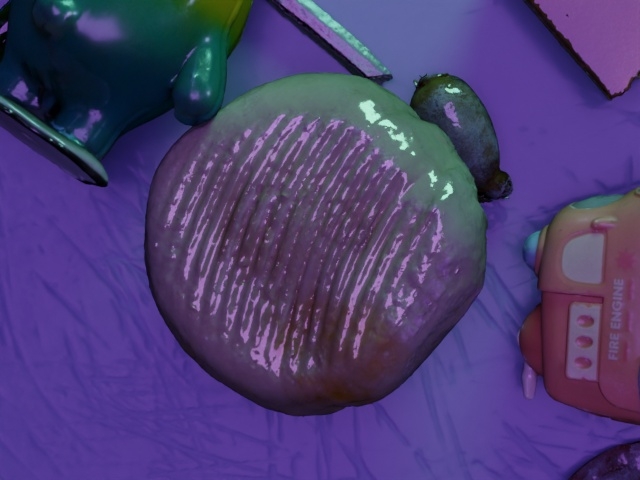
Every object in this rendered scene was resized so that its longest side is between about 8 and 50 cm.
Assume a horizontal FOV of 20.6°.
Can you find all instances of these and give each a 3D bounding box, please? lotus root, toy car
[{"bbox_3d":[0.151,-0.109,1.917,0.088,0.088,0.165,-28,99,3],"label":"lotus root"},{"bbox_3d":[0.317,0.064,1.868,0.212,0.180,0.270,5,92,12],"label":"toy car"}]

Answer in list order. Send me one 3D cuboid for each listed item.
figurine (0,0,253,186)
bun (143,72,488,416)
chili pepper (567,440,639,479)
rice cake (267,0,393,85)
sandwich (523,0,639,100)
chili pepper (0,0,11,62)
[{"bbox_3d":[-0.209,-0.243,1.847,0.323,0.231,0.340,30,80,22],"label":"figurine"},{"bbox_3d":[0.000,0.000,1.852,0.365,0.219,0.365,0,89,20],"label":"bun"},{"bbox_3d":[0.314,0.262,1.932,0.153,0.041,0.050,-36,109,-13],"label":"chili pepper"},{"bbox_3d":[-0.005,-0.239,1.944,0.207,0.033,0.033,41,83,1],"label":"rice cake"},{"bbox_3d":[0.295,-0.242,1.890,0.220,0.108,0.186,-4,92,6],"label":"sandwich"},{"bbox_3d":[-0.364,-0.234,1.948,0.122,0.065,0.279,31,90,11],"label":"chili pepper"}]
